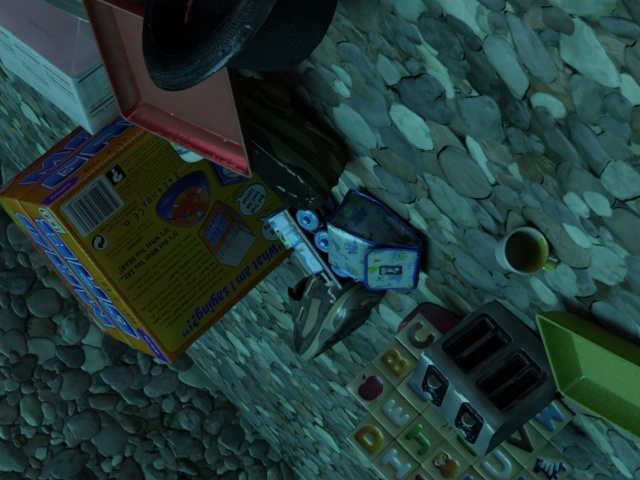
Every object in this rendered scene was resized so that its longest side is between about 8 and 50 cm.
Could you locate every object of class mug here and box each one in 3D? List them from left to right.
[{"bbox_3d":[0.264,0.021,1.628,0.078,0.062,0.064,55,168,-4],"label":"mug"}]

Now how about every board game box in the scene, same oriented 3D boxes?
[{"bbox_3d":[-0.312,-0.047,2.266,0.356,0.356,0.356,55,159,-22],"label":"board game box"}]

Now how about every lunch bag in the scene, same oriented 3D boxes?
[{"bbox_3d":[0.089,0.011,1.943,0.151,0.096,0.129,26,153,16],"label":"lunch bag"}]

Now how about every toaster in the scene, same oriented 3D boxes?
[{"bbox_3d":[0.257,0.203,1.848,0.168,0.185,0.110,48,160,22],"label":"toaster"}]

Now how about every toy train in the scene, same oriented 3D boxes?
[{"bbox_3d":[0.000,0.000,2.080,0.105,0.080,0.184,-28,102,42],"label":"toy train"}]

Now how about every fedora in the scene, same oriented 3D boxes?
[{"bbox_3d":[-0.082,-0.300,1.515,0.152,0.334,0.334,23,175,-31],"label":"fedora"}]

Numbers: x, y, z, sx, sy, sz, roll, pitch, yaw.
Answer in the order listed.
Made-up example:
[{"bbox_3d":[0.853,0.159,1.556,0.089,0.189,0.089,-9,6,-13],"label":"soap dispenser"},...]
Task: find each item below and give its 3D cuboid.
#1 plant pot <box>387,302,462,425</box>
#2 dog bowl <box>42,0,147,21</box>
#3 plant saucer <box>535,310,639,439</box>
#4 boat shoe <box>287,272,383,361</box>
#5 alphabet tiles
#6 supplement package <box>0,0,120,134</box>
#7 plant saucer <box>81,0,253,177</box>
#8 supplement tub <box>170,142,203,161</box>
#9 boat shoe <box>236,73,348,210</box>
[{"bbox_3d":[0.176,0.237,2.056,0.201,0.180,0.201,40,161,17],"label":"plant pot"},{"bbox_3d":[-0.327,-0.410,1.788,0.348,0.102,0.349,21,170,4],"label":"dog bowl"},{"bbox_3d":[0.393,0.180,1.683,0.188,0.045,0.188,29,154,42],"label":"plant saucer"},{"bbox_3d":[0.013,0.116,2.288,0.130,0.132,0.355,54,154,10],"label":"boat shoe"},{"bbox_3d":[0.218,0.293,1.948,0.342,0.285,0.011,45,-174,6],"label":"alphabet tiles"},{"bbox_3d":[-0.412,-0.346,2.126,0.262,0.204,0.145,37,156,28],"label":"supplement package"},{"bbox_3d":[-0.206,-0.232,1.770,0.259,0.048,0.258,26,150,26],"label":"plant saucer"},{"bbox_3d":[-0.220,-0.243,2.009,0.200,0.144,0.144,53,160,-16],"label":"supplement tub"},{"bbox_3d":[-0.096,-0.186,1.887,0.324,0.120,0.122,42,155,-3],"label":"boat shoe"}]
